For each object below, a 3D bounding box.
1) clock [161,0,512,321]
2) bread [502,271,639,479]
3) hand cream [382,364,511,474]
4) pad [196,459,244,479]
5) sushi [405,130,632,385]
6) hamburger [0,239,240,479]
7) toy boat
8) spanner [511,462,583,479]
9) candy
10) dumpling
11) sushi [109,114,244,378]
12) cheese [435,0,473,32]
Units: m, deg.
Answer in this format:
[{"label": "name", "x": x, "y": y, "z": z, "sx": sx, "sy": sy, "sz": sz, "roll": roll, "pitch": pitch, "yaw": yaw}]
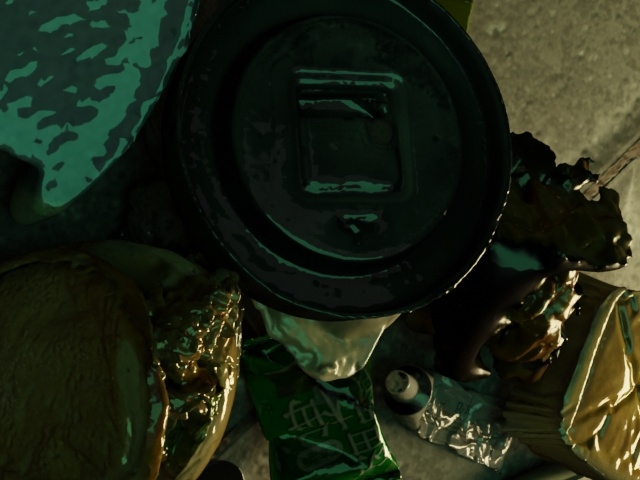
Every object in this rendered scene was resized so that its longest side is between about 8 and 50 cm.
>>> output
[{"label": "clock", "x": 0.015, "y": -0.083, "z": 1.629, "sx": 0.318, "sy": 0.066, "sz": 0.319, "roll": 5, "pitch": 77, "yaw": -23}, {"label": "bread", "x": 0.304, "y": 0.150, "z": 1.982, "sx": 0.192, "sy": 0.109, "sz": 0.210, "roll": 29, "pitch": 75, "yaw": -32}, {"label": "hand cream", "x": 0.132, "y": 0.175, "z": 1.903, "sx": 0.257, "sy": 0.050, "sz": 0.084, "roll": 27, "pitch": 80, "yaw": -54}, {"label": "pad", "x": -0.178, "y": 0.322, "z": 1.760, "sx": 0.267, "sy": 0.004, "sz": 0.181, "roll": -16, "pitch": 109, "yaw": -31}, {"label": "sushi", "x": 0.185, "y": 0.023, "z": 1.844, "sx": 0.200, "sy": 0.204, "sz": 0.213, "roll": 16, "pitch": 51, "yaw": -12}, {"label": "hamburger", "x": -0.190, "y": 0.113, "z": 1.560, "sx": 0.286, "sy": 0.243, "sz": 0.146, "roll": -47, "pitch": 158, "yaw": 20}, {"label": "toy boat", "x": -0.228, "y": -0.183, "z": 1.568, "sx": 0.215, "sy": 0.123, "sz": 0.330, "roll": 25, "pitch": 97, "yaw": -28}, {"label": "spanner", "x": 0.187, "y": 0.309, "z": 1.987, "sx": 0.324, "sy": 0.040, "sz": 0.096, "roll": -17, "pitch": 109, "yaw": -32}, {"label": "candy", "x": 0.000, "y": 0.166, "z": 1.802, "sx": 0.141, "sy": 0.078, "sz": 0.203, "roll": -13, "pitch": 100, "yaw": -15}, {"label": "dumpling", "x": 0.000, "y": 0.000, "z": 1.716, "sx": 0.193, "sy": 0.147, "sz": 0.258, "roll": 44, "pitch": 46, "yaw": -31}, {"label": "sushi", "x": -0.120, "y": 0.028, "z": 1.681, "sx": 0.109, "sy": 0.134, "sz": 0.273, "roll": 4, "pitch": 80, "yaw": -51}, {"label": "cheese", "x": 0.038, "y": -0.200, "z": 1.752, "sx": 0.171, "sy": 0.126, "sz": 0.093, "roll": 5, "pitch": 104, "yaw": -17}]
